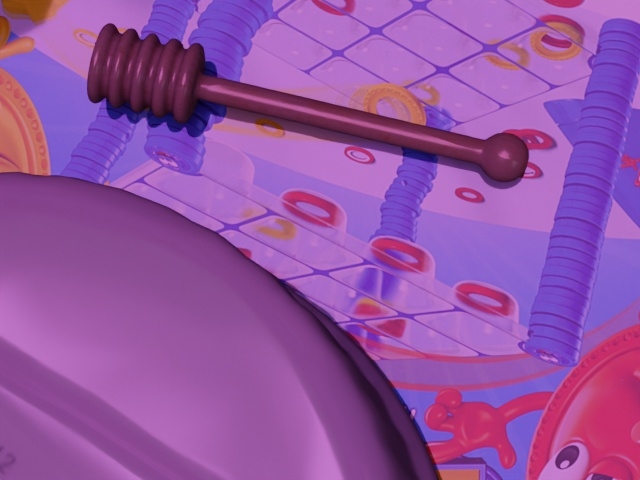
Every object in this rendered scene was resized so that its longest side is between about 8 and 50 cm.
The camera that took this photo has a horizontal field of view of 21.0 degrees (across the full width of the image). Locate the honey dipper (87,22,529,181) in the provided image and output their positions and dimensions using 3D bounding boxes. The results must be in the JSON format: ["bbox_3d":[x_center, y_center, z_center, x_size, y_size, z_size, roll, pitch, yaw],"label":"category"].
[{"bbox_3d":[-0.003,-0.048,0.622,0.160,0.030,0.030,12,87,3],"label":"honey dipper"}]

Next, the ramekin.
[{"bbox_3d":[-0.094,0.113,0.539,0.277,0.135,0.277,-1,75,5],"label":"ramekin"}]

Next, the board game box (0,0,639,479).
[{"bbox_3d":[0.000,0.000,0.676,0.308,0.086,0.302,18,87,5],"label":"board game box"}]
